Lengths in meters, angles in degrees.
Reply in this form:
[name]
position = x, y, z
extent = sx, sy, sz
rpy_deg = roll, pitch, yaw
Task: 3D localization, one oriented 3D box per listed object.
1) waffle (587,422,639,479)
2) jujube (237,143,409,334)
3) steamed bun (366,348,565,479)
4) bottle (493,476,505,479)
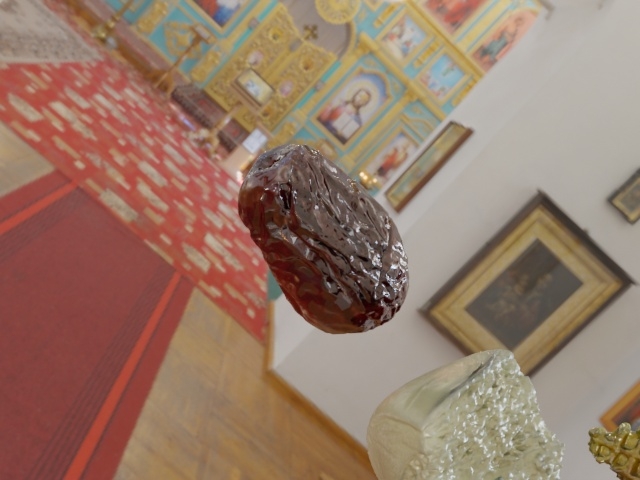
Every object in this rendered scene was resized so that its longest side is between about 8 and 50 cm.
[waffle]
position = 0.429, 0.348, 0.999
extent = 0.051, 0.149, 0.194
rpy_deg = 14, 61, -51
[jujube]
position = 0.000, 0.000, 1.165
extent = 0.342, 0.216, 0.216
rpy_deg = 53, 0, -34
[steamed bun]
position = 0.226, 0.300, 1.180
extent = 0.290, 0.272, 0.273
rpy_deg = -15, 19, -33
[bottle]
position = 0.251, 0.346, 0.946
extent = 0.083, 0.030, 0.030
rpy_deg = 51, 8, 8
